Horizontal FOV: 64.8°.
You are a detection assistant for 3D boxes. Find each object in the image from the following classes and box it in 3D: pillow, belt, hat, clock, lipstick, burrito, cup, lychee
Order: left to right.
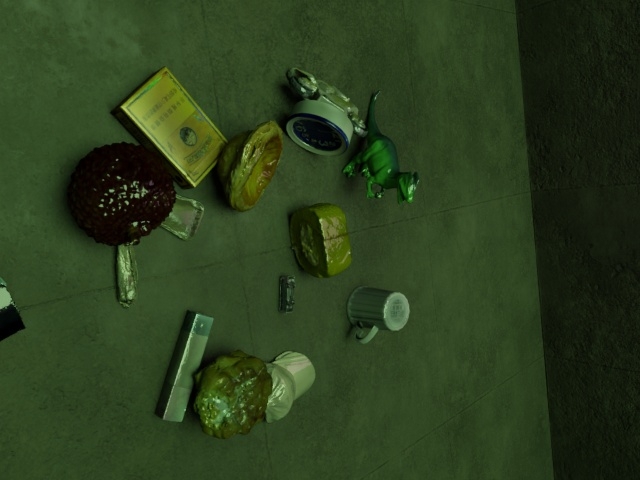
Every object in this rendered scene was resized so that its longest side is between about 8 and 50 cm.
[{"bbox_3d":[-0.761,0.135,1.160,0.078,0.151,0.198,-32,108,-35],"label":"belt"},{"bbox_3d":[-0.508,-0.111,1.303,0.264,0.264,0.300,-2,61,-40],"label":"lychee"},{"bbox_3d":[-0.543,0.099,1.417,0.058,0.045,0.188,-2,94,-15],"label":"burrito"},{"bbox_3d":[-0.450,-0.091,1.500,0.217,0.033,0.130,28,74,-37],"label":"pillow"},{"bbox_3d":[-0.407,0.374,1.517,0.068,0.066,0.317,25,74,-39],"label":"lipstick"},{"bbox_3d":[-0.105,0.508,1.733,0.226,0.164,0.219,-15,102,-18],"label":"hat"},{"bbox_3d":[-0.004,-0.388,1.752,0.230,0.230,0.083,35,64,-35],"label":"clock"},{"bbox_3d":[0.225,0.294,1.968,0.167,0.202,0.221,7,85,-38],"label":"cup"}]

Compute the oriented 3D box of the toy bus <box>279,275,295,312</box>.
[{"bbox_3d":[-0.118,0.188,1.773,0.037,0.052,0.131,1,92,-45],"label":"toy bus"}]

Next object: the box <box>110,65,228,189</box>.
[{"bbox_3d":[-0.429,-0.324,1.484,0.301,0.084,0.193,50,61,-29],"label":"box"}]

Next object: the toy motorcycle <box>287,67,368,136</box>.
[{"bbox_3d":[0.028,-0.503,1.821,0.340,0.108,0.223,30,29,-22],"label":"toy motorcycle"}]

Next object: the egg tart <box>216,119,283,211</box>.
[{"bbox_3d":[-0.227,-0.243,1.580,0.128,0.319,0.319,28,66,7],"label":"egg tart"}]

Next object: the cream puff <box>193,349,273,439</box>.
[{"bbox_3d":[-0.283,0.463,1.545,0.282,0.185,0.282,-21,119,-43],"label":"cream puff"}]

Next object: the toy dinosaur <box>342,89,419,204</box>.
[{"bbox_3d":[0.251,-0.375,1.889,0.144,0.374,0.500,15,83,-31],"label":"toy dinosaur"}]

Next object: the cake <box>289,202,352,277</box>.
[{"bbox_3d":[0.000,0.000,1.791,0.156,0.179,0.261,-16,104,-39],"label":"cake"}]
